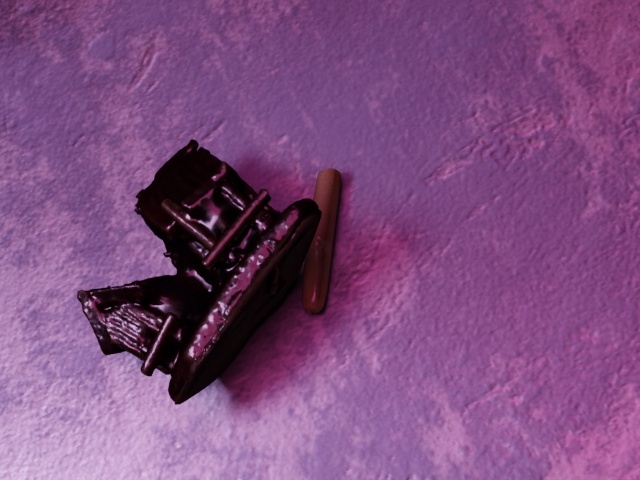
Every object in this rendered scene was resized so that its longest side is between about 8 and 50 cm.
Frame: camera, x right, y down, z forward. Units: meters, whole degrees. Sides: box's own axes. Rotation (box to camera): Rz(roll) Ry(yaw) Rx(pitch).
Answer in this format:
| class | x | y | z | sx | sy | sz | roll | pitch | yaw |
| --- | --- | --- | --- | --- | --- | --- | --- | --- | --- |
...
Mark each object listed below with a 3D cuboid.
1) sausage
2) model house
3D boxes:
| class | x | y | z | sx | sy | sz | roll | pitch | yaw |
| --- | --- | --- | --- | --- | --- | --- | --- | --- | --- |
| sausage | 0.000 | 0.000 | 1.597 | 0.024 | 0.024 | 0.132 | 1 | 66 | 15 |
| model house | -0.114 | 0.020 | 1.556 | 0.164 | 0.141 | 0.203 | 37 | 82 | 15 |
